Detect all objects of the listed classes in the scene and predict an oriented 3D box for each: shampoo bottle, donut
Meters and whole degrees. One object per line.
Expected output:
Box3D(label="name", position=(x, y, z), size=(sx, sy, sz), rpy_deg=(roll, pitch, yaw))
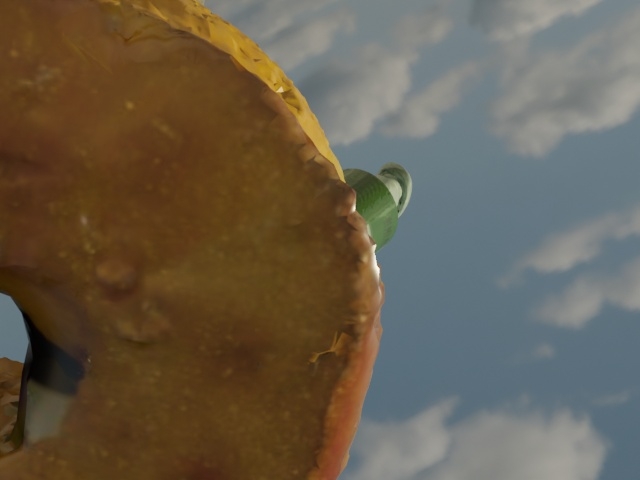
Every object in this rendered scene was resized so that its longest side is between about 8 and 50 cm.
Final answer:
Box3D(label="shampoo bottle", position=(0.000, 0.000, 1.032), size=(0.065, 0.065, 0.204), rpy_deg=(-18, -168, 38))
Box3D(label="donut", position=(-0.099, 0.023, 0.509), size=(0.253, 0.253, 0.118), rpy_deg=(-23, -151, 20))

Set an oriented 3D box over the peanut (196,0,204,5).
Box3D(label="peanut", position=(-0.102, -0.172, 0.814), size=(0.123, 0.123, 0.256), rpy_deg=(-44, 160, -52))
